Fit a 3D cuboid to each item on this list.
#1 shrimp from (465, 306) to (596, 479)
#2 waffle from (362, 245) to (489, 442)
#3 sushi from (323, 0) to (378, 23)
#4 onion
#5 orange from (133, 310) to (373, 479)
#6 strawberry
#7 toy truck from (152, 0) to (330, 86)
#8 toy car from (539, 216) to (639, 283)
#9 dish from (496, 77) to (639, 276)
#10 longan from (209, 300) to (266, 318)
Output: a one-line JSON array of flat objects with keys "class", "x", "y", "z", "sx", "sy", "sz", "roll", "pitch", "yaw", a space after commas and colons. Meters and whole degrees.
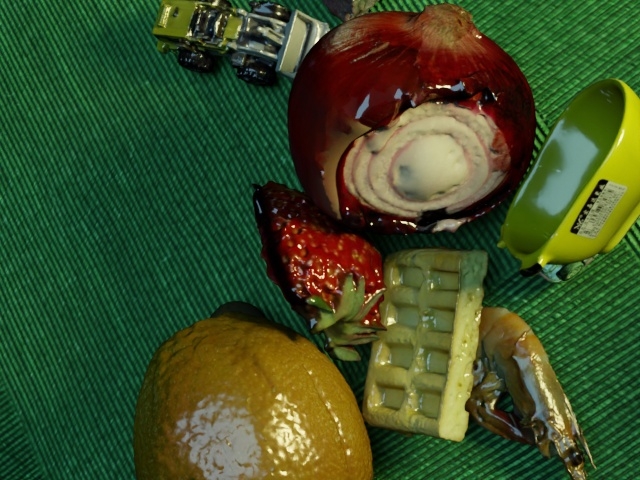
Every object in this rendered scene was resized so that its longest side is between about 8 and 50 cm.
[{"class": "shrimp", "x": 0.262, "y": 0.223, "z": 1.497, "sx": 0.152, "sy": 0.063, "sz": 0.287, "roll": -35, "pitch": 65, "yaw": 18}, {"class": "waffle", "x": 0.143, "y": 0.140, "z": 1.542, "sx": 0.168, "sy": 0.057, "sz": 0.274, "roll": 2, "pitch": 81, "yaw": 49}, {"class": "sushi", "x": 0.093, "y": -0.445, "z": 1.668, "sx": 0.161, "sy": 0.241, "sz": 0.107, "roll": -24, "pitch": 62, "yaw": -22}, {"class": "onion", "x": 0.118, "y": -0.164, "z": 1.502, "sx": 0.341, "sy": 0.341, "sz": 0.341, "roll": -5, "pitch": 79, "yaw": 24}, {"class": "orange", "x": -0.099, "y": 0.278, "z": 1.508, "sx": 0.322, "sy": 0.322, "sz": 0.357, "roll": -26, "pitch": 83, "yaw": 19}, {"class": "strawberry", "x": 0.000, "y": 0.000, "z": 1.557, "sx": 0.137, "sy": 0.233, "sz": 0.306, "roll": -29, "pitch": 53, "yaw": 12}, {"class": "toy truck", "x": -0.135, "y": -0.328, "z": 1.757, "sx": 0.285, "sy": 0.111, "sz": 0.136, "roll": 13, "pitch": 85, "yaw": 24}, {"class": "toy car", "x": 0.374, "y": -0.036, "z": 1.485, "sx": 0.224, "sy": 0.076, "sz": 0.090, "roll": -45, "pitch": 66, "yaw": 15}, {"class": "dish", "x": 0.342, "y": -0.064, "z": 1.379, "sx": 0.108, "sy": 0.221, "sz": 0.262, "roll": 27, "pitch": 101, "yaw": -11}, {"class": "longan", "x": -0.127, "y": 0.148, "z": 1.675, "sx": 0.113, "sy": 0.092, "sz": 0.113, "roll": -6, "pitch": 75, "yaw": 24}]
